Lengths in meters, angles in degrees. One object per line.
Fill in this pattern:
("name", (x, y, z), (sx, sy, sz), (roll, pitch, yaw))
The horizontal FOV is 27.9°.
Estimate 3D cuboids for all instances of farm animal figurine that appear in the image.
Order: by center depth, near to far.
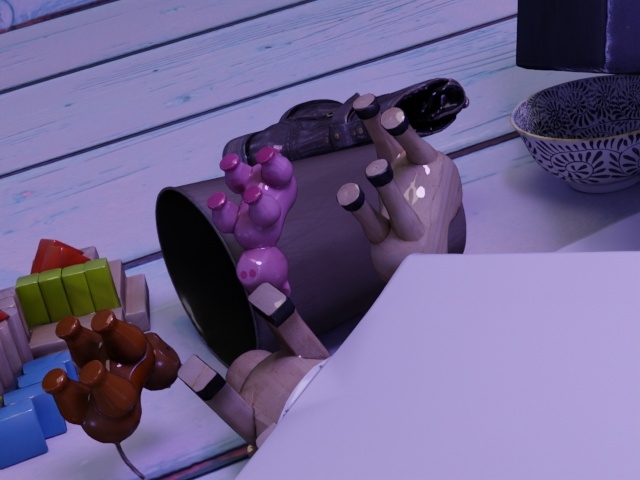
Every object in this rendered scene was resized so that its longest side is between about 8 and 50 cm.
("farm animal figurine", (-0.004, 0.091, 0.891), (0.330, 0.172, 0.327), (-34, 41, 3))

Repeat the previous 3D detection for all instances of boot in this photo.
("boot", (0.048, -0.113, 1.311), (0.229, 0.091, 0.263), (-16, 10, 32))

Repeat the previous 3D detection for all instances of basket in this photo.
("basket", (0.000, 0.000, 1.125), (0.227, 0.154, 0.204), (-19, 33, -22))

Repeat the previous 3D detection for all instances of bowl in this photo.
("bowl", (0.277, -0.098, 1.274), (0.170, 0.080, 0.170), (-10, 25, 5))

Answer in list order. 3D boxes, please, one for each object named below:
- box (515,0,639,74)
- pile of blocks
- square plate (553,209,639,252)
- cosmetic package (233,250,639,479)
("box", (0.436, -0.290, 1.127), (0.472, 0.297, 0.480), (1, 8, 1))
("pile of blocks", (-0.251, 0.086, 1.097), (0.149, 0.112, 0.362), (-3, 27, 20))
("square plate", (0.266, 0.083, 0.935), (0.344, 0.049, 0.347), (-24, 27, -25))
("cosmetic package", (0.146, 0.124, 0.560), (0.385, 0.156, 0.217), (-2, 40, 53))
